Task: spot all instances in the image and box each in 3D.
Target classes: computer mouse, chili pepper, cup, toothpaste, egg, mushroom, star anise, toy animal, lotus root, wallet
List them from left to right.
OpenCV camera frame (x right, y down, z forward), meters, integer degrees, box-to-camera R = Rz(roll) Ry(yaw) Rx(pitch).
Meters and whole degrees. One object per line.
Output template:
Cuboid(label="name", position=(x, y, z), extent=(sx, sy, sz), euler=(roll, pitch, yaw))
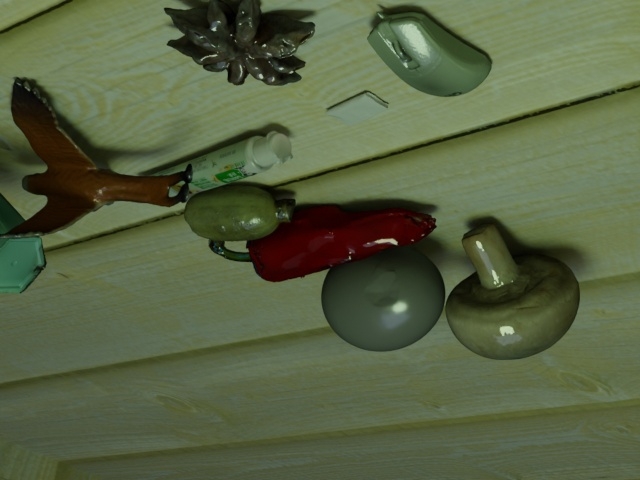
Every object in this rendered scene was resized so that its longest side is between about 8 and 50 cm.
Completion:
Cuboid(label="cup", position=(-0.523, -0.016, 2.015), extent=(0.236, 0.134, 0.148), euler=(39, 177, 33))
Cuboid(label="toy animal", position=(-0.313, -0.093, 1.933), extent=(0.284, 0.225, 0.302), euler=(6, 177, 1))
Cuboid(label="toothpaste", position=(-0.154, -0.105, 1.930), extent=(0.314, 0.056, 0.058), euler=(-15, 105, 49))
Cuboid(label="lotus root", position=(-0.124, -0.039, 2.019), extent=(0.183, 0.077, 0.090), euler=(-1, 154, 26))
Cuboid(label="star anise", position=(-0.091, -0.234, 1.601), extent=(0.195, 0.065, 0.182), euler=(-10, 150, 29))
Cuboid(label="chili pepper", position=(0.000, 0.000, 2.041), extent=(0.388, 0.110, 0.110), euler=(-11, 149, 31))
Cuboid(label="wallet", position=(0.048, -0.172, 1.746), extent=(0.044, 0.011, 0.083), euler=(27, 150, -33))
Cuboid(label="egg", position=(0.101, 0.088, 2.085), extent=(0.176, 0.176, 0.232), euler=(23, 167, -26))
Cuboid(label="computer mouse", position=(0.127, -0.215, 1.574), extent=(0.089, 0.056, 0.182), euler=(-21, 141, 41))
Cuboid(label="mushroom", position=(0.281, 0.068, 2.013), extent=(0.207, 0.207, 0.215), euler=(-11, 114, 37))
